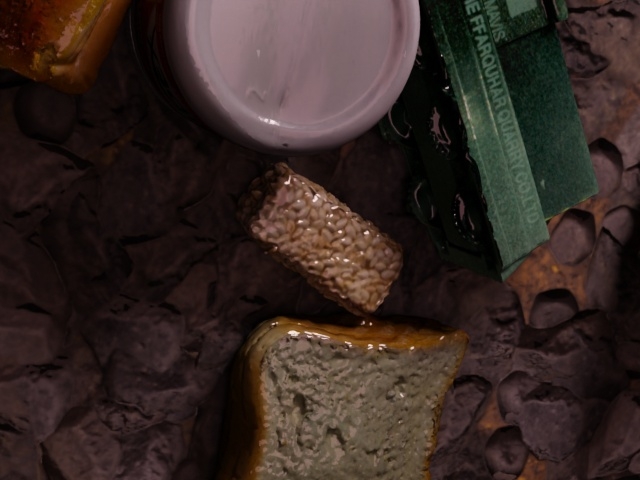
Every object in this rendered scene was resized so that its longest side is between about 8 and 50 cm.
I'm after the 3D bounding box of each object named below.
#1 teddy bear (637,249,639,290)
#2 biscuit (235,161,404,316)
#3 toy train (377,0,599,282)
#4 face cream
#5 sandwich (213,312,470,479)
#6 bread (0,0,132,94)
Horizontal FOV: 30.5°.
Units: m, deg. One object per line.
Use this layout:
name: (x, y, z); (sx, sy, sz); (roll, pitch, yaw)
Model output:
teddy bear: (0.519, -0.056, 1.183); (0.367, 0.224, 0.357); (18, 114, -25)
biscuit: (0.000, 0.000, 1.068); (0.168, 0.070, 0.082); (34, 92, -26)
toy train: (0.148, -0.132, 1.062); (0.178, 0.138, 0.330); (-27, 111, -18)
face cream: (-0.044, -0.176, 0.947); (0.201, 0.187, 0.201); (-5, 104, -20)
sandwich: (0.016, 0.194, 1.109); (0.226, 0.087, 0.251); (6, 99, -21)
bread: (-0.191, -0.256, 0.916); (0.077, 0.139, 0.271); (18, 98, -63)
